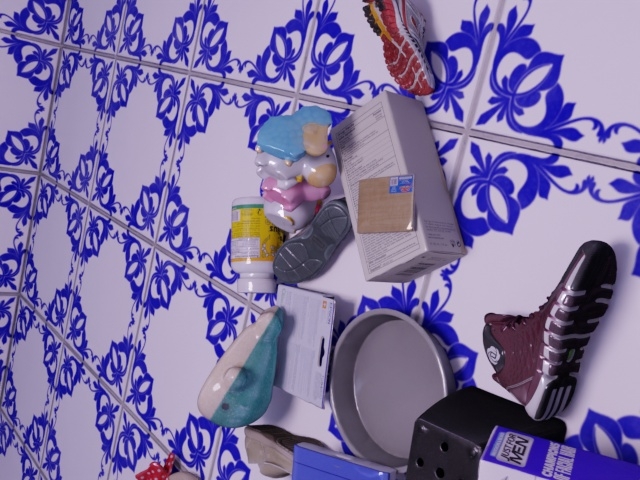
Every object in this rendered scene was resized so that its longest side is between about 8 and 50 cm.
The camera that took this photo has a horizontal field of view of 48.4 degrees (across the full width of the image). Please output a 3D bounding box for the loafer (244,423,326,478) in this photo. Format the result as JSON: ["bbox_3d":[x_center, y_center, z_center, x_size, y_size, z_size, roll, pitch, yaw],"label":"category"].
[{"bbox_3d":[-0.073,0.453,1.486,0.268,0.102,0.092,3,90,58],"label":"loafer"}]

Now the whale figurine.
[{"bbox_3d":[-0.141,0.271,1.491,0.141,0.216,0.272,34,95,0],"label":"whale figurine"}]

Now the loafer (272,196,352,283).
[{"bbox_3d":[0.000,0.000,1.475,0.096,0.084,0.267,48,131,3],"label":"loafer"}]

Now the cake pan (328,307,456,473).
[{"bbox_3d":[0.130,0.271,1.299,0.293,0.054,0.293,-6,81,48],"label":"cake pan"}]

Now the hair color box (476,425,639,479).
[{"bbox_3d":[0.358,0.371,0.869,0.339,0.110,0.185,11,108,21],"label":"hair color box"}]

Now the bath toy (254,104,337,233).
[{"bbox_3d":[-0.040,-0.128,1.403,0.151,0.348,0.129,28,69,8],"label":"bath toy"}]

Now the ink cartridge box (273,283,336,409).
[{"bbox_3d":[-0.027,0.214,1.476,0.224,0.045,0.223,10,93,56],"label":"ink cartridge box"}]

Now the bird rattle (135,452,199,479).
[{"bbox_3d":[-0.360,0.665,1.802,0.207,0.143,0.253,-21,57,34],"label":"bird rattle"}]

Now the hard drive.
[{"bbox_3d":[0.028,0.550,1.289,0.210,0.040,0.318,4,90,37],"label":"hard drive"}]

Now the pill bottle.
[{"bbox_3d":[-0.141,0.013,1.586,0.118,0.118,0.208,-6,81,48],"label":"pill bottle"}]

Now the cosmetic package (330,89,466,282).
[{"bbox_3d":[0.134,-0.092,1.289,0.160,0.113,0.309,-29,64,43],"label":"cosmetic package"}]

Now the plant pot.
[{"bbox_3d":[0.234,0.342,1.090,0.188,0.167,0.187,14,96,49],"label":"plant pot"}]

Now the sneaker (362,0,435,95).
[{"bbox_3d":[0.163,-0.374,1.306,0.088,0.093,0.225,-28,82,64],"label":"sneaker"}]

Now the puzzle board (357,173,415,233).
[{"bbox_3d":[0.113,-0.061,1.219,0.128,0.011,0.096,-2,83,47],"label":"puzzle board"}]

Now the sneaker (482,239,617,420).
[{"bbox_3d":[0.319,0.113,1.066,0.162,0.106,0.281,32,110,49],"label":"sneaker"}]
